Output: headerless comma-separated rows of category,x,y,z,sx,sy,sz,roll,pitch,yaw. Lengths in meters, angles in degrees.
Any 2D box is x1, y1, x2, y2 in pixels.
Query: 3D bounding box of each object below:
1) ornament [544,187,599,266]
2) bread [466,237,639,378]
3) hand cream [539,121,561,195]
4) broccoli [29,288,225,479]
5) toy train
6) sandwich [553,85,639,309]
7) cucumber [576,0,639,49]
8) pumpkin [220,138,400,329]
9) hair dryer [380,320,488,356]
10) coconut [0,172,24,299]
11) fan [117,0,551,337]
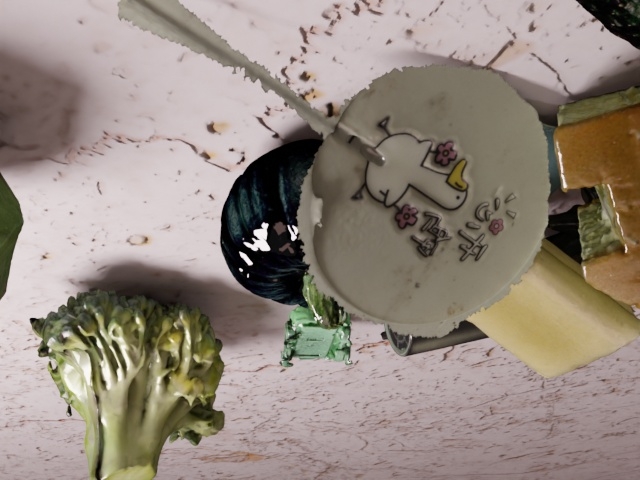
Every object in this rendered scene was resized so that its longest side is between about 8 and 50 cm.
ornament,0.300,-0.007,0.836,0.202,0.080,0.236,0,151,-28
bread,0.199,0.053,0.795,0.178,0.060,0.139,36,142,-10
hand cream,0.154,-0.018,0.831,0.111,0.070,0.312,10,148,-19
broccoli,-0.229,0.189,1.017,0.288,0.246,0.248,16,140,-42
toy train,-0.005,0.120,1.089,0.099,0.081,0.149,0,148,-4
sandwich,0.271,-0.012,0.663,0.128,0.122,0.236,-14,107,16
cucumber,0.160,-0.186,0.482,0.081,0.072,0.303,-21,148,32
pumpkin,0.000,-0.012,0.754,0.194,0.150,0.194,2,120,4
hair dryer,0.154,0.105,1.091,0.195,0.078,0.248,-8,171,-20
coconut,-0.350,-0.002,0.666,0.235,0.236,0.205,-7,133,10
fan,0.028,-0.075,0.643,0.414,0.233,0.012,34,-177,-26
